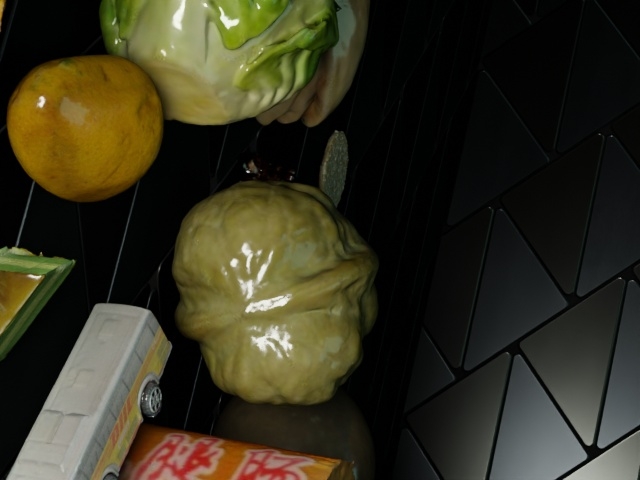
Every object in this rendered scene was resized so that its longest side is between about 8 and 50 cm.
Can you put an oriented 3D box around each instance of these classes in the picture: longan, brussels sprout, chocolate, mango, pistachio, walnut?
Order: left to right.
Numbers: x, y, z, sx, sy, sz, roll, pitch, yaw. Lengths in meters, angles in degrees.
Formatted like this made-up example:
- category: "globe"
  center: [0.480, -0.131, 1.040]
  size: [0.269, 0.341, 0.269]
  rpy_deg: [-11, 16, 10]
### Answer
- category: "mango"
  center: [-0.221, -0.112, 1.268]
  size: [0.147, 0.109, 0.227]
  rpy_deg: [-54, 163, -3]
- category: "brussels sprout"
  center: [-0.097, -0.261, 1.418]
  size: [0.294, 0.227, 0.259]
  rpy_deg: [-66, 147, -20]
- category: "walnut"
  center: [-0.057, 0.067, 1.723]
  size: [0.277, 0.253, 0.282]
  rpy_deg: [-32, 131, -73]
- category: "chocolate"
  center: [-0.051, -0.047, 1.915]
  size: [0.156, 0.133, 0.156]
  rpy_deg: [9, 90, -77]
- category: "longan"
  center: [-0.052, 0.327, 1.993]
  size: [0.243, 0.300, 0.300]
  rpy_deg: [45, 43, -21]
- category: "pistachio"
  center: [-0.022, -0.295, 1.798]
  size: [0.181, 0.162, 0.293]
  rpy_deg: [-142, -127, -66]

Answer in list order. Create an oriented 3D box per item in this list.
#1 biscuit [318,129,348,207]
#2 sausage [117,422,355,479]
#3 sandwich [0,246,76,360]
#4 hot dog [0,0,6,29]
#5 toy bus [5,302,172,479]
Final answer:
- category: "biscuit"
  center: [0.021, -0.118, 2.360]
  size: [0.152, 0.020, 0.152]
  rpy_deg: [10, 90, -74]
- category: "sausage"
  center: [-0.124, 0.350, 1.613]
  size: [0.233, 0.287, 0.233]
  rpy_deg: [7, 90, -72]
- category: "sandwich"
  center: [-0.276, 0.072, 1.248]
  size: [0.074, 0.074, 0.117]
  rpy_deg: [-37, 135, -68]
- category: "hot dog"
  center: [-0.294, -0.174, 0.887]
  size: [0.153, 0.150, 0.257]
  rpy_deg: [-38, 137, -54]
- category: "toy bus"
  center: [-0.244, 0.192, 1.438]
  size: [0.106, 0.092, 0.268]
  rpy_deg: [71, 31, -46]
